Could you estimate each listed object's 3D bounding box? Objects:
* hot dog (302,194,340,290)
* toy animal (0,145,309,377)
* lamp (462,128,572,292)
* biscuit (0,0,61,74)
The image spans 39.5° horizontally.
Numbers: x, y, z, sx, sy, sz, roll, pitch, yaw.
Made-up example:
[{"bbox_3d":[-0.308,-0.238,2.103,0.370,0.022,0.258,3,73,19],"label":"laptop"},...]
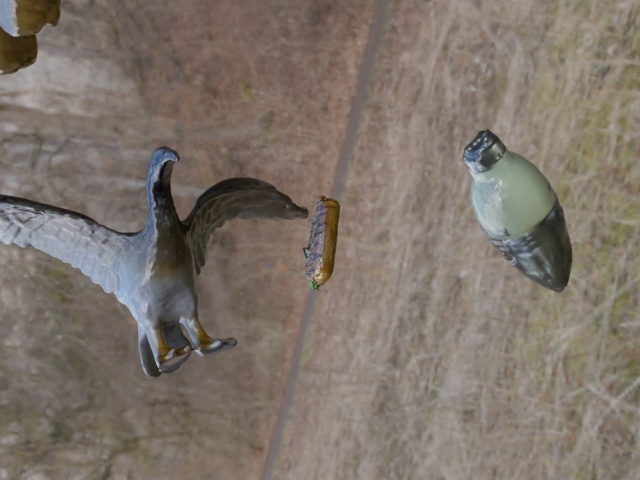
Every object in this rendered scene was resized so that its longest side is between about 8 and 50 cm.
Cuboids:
[{"bbox_3d":[0.000,0.000,1.066,0.049,0.037,0.122,132,147,-58],"label":"hot dog"},{"bbox_3d":[-0.103,0.010,0.648,0.197,0.273,0.160,-33,70,64],"label":"toy animal"},{"bbox_3d":[0.246,-0.030,1.092,0.250,0.101,0.101,52,-152,-28],"label":"lamp"},{"bbox_3d":[-0.197,-0.177,0.463,0.249,0.035,0.184,16,127,54],"label":"biscuit"}]
